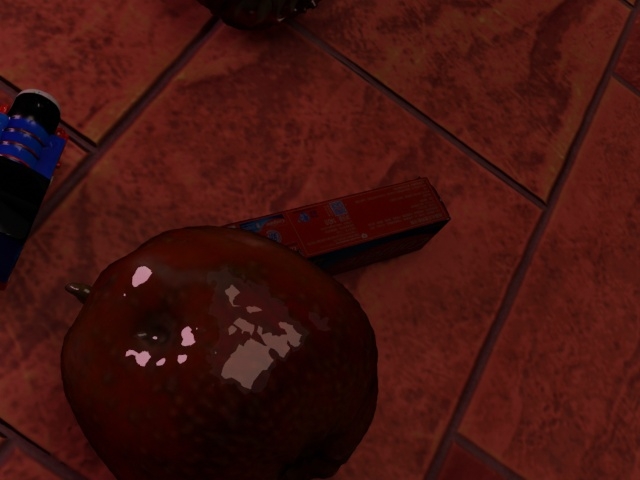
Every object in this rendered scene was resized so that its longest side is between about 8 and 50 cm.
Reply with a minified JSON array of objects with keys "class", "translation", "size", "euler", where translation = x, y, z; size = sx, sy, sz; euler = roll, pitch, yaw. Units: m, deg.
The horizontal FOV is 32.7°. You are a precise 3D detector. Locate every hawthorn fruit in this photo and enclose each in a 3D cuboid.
[{"class":"hawthorn fruit","translation":[-0.098,0.112,0.970],"size":[0.300,0.275,0.275],"euler":[30,49,6]}]

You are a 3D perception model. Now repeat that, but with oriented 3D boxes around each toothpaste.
[{"class":"toothpaste","translation":[-0.001,0.001,1.210],"size":[0.320,0.076,0.066],"euler":[-14,68,-34]}]

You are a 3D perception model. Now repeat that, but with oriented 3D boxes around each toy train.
[{"class":"toy train","translation":[-0.301,-0.057,1.045],"size":[0.083,0.131,0.204],"euler":[22,52,-14]}]

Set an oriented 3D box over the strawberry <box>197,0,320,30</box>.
[{"class":"strawberry","translation":[-0.078,-0.408,1.329],"size":[0.261,0.261,0.257],"euler":[-15,51,-35]}]
